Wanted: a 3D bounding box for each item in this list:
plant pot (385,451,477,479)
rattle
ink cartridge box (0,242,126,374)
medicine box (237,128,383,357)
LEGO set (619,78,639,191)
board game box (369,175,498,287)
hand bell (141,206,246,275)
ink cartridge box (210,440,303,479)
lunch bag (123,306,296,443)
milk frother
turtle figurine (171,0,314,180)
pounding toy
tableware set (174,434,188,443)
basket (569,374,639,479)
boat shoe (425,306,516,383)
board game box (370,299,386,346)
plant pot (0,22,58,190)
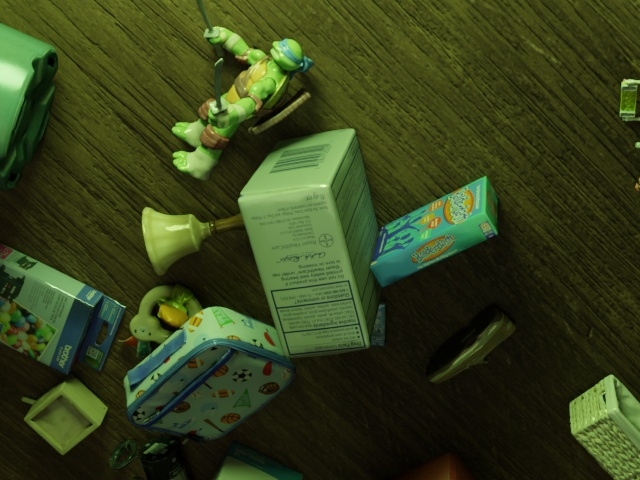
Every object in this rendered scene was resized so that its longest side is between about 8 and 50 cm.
[{"bbox_3d":[0.221,0.566,1.756,0.267,0.235,0.267,-31,107,22],"label":"plant pot"},{"bbox_3d":[-0.316,0.181,1.731,0.200,0.142,0.130,-30,121,16],"label":"rattle"},{"bbox_3d":[-0.552,0.138,1.797,0.311,0.065,0.185,25,118,-4],"label":"ink cartridge box"},{"bbox_3d":[0.000,0.000,1.511,0.149,0.263,0.289,-8,113,15],"label":"medicine box"},{"bbox_3d":[0.514,-0.152,1.426,0.107,0.132,0.287,5,123,18],"label":"LEGO set"},{"bbox_3d":[0.190,-0.016,1.526,0.210,0.160,0.047,-26,107,20],"label":"board game box"},{"bbox_3d":[-0.181,-0.022,1.640,0.242,0.126,0.126,-12,113,3],"label":"hand bell"},{"bbox_3d":[-0.161,0.558,1.825,0.168,0.232,0.171,28,117,-3],"label":"ink cartridge box"},{"bbox_3d":[-0.215,0.256,1.702,0.243,0.115,0.303,25,124,-40],"label":"lunch bag"},{"bbox_3d":[-0.352,0.484,1.914,0.143,0.129,0.134,19,128,51],"label":"milk frother"},{"bbox_3d":[-0.173,-0.245,1.470,0.266,0.275,0.198,-49,65,30],"label":"turtle figurine"},{"bbox_3d":[-0.533,0.349,1.884,0.141,0.100,0.130,-39,104,13],"label":"pounding toy"},{"bbox_3d":[-0.298,0.335,1.864,0.154,0.024,0.104,42,112,-9],"label":"tableware set"},{"bbox_3d":[0.537,0.348,1.661,0.103,0.113,0.167,-39,103,26],"label":"basket"},{"bbox_3d":[0.275,0.205,1.671,0.072,0.068,0.190,36,117,-20],"label":"boat shoe"},{"bbox_3d":[0.076,0.151,1.705,0.090,0.020,0.090,3,114,9],"label":"board game box"},{"bbox_3d":[-0.627,-0.250,1.494,0.334,0.341,0.341,18,117,-8],"label":"plant pot"}]
